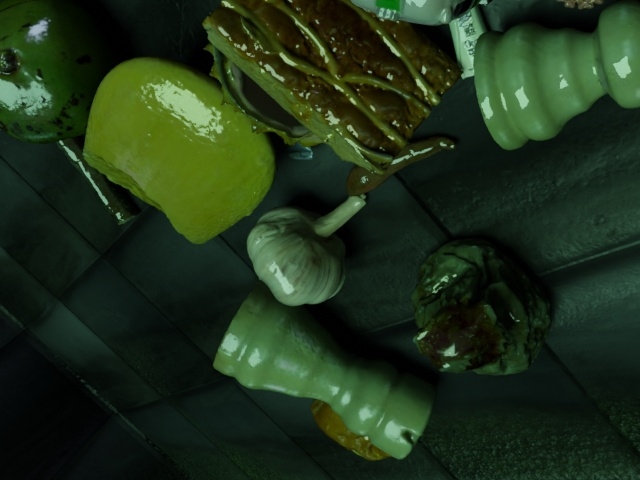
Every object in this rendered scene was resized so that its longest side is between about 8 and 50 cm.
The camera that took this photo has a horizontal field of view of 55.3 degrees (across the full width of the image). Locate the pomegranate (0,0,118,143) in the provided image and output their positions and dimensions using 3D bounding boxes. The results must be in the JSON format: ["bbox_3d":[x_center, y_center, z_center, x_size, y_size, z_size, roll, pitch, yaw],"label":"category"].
[{"bbox_3d":[-0.471,-0.295,1.071,0.255,0.270,0.254,3,101,13],"label":"pomegranate"}]

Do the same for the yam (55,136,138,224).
[{"bbox_3d":[-0.515,-0.154,1.384,0.061,0.061,0.274,-9,122,43],"label":"yam"}]

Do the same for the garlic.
[{"bbox_3d":[0.000,0.000,1.066,0.226,0.199,0.199,-38,102,25],"label":"garlic"}]

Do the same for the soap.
[{"bbox_3d":[-0.245,-0.129,1.016,0.306,0.115,0.427,38,145,-11],"label":"soap"}]

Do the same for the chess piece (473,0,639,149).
[{"bbox_3d":[0.308,-0.194,0.649,0.251,0.144,0.144,-11,121,36],"label":"chess piece"}]

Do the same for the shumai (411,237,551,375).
[{"bbox_3d":[0.238,0.151,0.976,0.225,0.222,0.260,-3,131,37],"label":"shumai"}]

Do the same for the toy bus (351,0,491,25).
[{"bbox_3d":[0.112,-0.369,0.571,0.143,0.179,0.305,23,135,18],"label":"toy bus"}]

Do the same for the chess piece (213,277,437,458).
[{"bbox_3d":[0.015,0.278,1.286,0.442,0.234,0.234,28,141,7],"label":"chess piece"}]

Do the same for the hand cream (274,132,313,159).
[{"bbox_3d":[-0.094,-0.234,0.972,0.088,0.055,0.256,14,140,57],"label":"hand cream"}]

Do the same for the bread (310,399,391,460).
[{"bbox_3d":[0.094,0.430,1.457,0.235,0.099,0.210,37,142,0],"label":"bread"}]

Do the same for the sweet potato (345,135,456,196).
[{"bbox_3d":[0.112,-0.119,0.939,0.214,0.050,0.050,-24,112,45],"label":"sweet potato"}]

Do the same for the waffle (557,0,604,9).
[{"bbox_3d":[0.285,-0.286,0.650,0.083,0.029,0.075,3,131,33],"label":"waffle"}]

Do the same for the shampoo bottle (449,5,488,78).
[{"bbox_3d":[0.176,-0.269,0.748,0.049,0.034,0.141,0,127,45],"label":"shampoo bottle"}]

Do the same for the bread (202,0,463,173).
[{"bbox_3d":[0.018,-0.232,0.759,0.275,0.184,0.114,40,170,-10],"label":"bread"}]

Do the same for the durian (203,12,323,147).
[{"bbox_3d":[-0.052,-0.230,0.843,0.186,0.195,0.305,-12,123,52],"label":"durian"}]
